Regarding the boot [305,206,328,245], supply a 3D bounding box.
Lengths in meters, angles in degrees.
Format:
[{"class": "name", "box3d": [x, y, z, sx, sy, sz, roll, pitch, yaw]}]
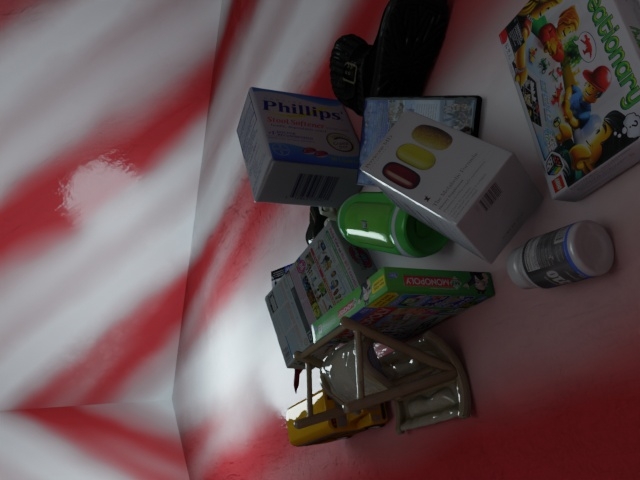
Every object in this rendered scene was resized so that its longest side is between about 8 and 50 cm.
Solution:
[{"class": "boot", "box3d": [0.000, 0.000, 1.652, 0.198, 0.076, 0.137, -94, 16, -47]}]

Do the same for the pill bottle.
[{"class": "pill bottle", "box3d": [0.335, 0.026, 0.853, 0.137, 0.078, 0.078, 147, 122, -62]}]

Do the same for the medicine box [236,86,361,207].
[{"class": "medicine box", "box3d": [-0.052, -0.236, 1.537, 0.149, 0.263, 0.289, 117, 146, -42]}]

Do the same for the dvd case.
[{"class": "dvd case", "box3d": [0.182, -0.186, 1.157, 0.252, 0.022, 0.181, 11, 99, 39]}]

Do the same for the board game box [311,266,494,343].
[{"class": "board game box", "box3d": [0.140, 0.131, 1.124, 0.317, 0.213, 0.046, 132, 135, -57]}]

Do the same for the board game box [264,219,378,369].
[{"class": "board game box", "box3d": [0.004, 0.137, 1.459, 0.303, 0.097, 0.224, -49, 45, 30]}]

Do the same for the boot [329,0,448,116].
[{"class": "boot", "box3d": [0.129, -0.416, 1.302, 0.260, 0.131, 0.348, -118, 37, -50]}]

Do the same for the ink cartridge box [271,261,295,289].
[{"class": "ink cartridge box", "box3d": [-0.084, 0.122, 1.715, 0.207, 0.046, 0.097, 156, 112, -62]}]

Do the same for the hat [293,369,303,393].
[{"class": "hat", "box3d": [-0.087, 0.275, 1.607, 0.208, 0.183, 0.173, -12, 107, 57]}]

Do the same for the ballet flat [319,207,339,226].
[{"class": "ballet flat", "box3d": [0.035, -0.059, 1.566, 0.206, 0.067, 0.073, -111, 29, -42]}]

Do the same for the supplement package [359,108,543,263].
[{"class": "supplement package", "box3d": [0.205, -0.093, 0.978, 0.139, 0.134, 0.244, -52, 42, 0]}]

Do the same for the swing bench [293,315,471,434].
[{"class": "swing bench", "box3d": [0.108, 0.270, 1.148, 0.253, 0.254, 0.165, 134, 140, -56]}]

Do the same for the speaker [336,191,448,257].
[{"class": "speaker", "box3d": [0.142, -0.038, 1.246, 0.296, 0.131, 0.131, -169, 82, -66]}]

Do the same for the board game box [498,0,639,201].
[{"class": "board game box", "box3d": [0.364, -0.233, 0.839, 0.193, 0.053, 0.306, 132, 135, -55]}]

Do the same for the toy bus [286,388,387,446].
[{"class": "toy bus", "box3d": [0.034, 0.416, 1.445, 0.333, 0.130, 0.108, 132, 135, -56]}]
